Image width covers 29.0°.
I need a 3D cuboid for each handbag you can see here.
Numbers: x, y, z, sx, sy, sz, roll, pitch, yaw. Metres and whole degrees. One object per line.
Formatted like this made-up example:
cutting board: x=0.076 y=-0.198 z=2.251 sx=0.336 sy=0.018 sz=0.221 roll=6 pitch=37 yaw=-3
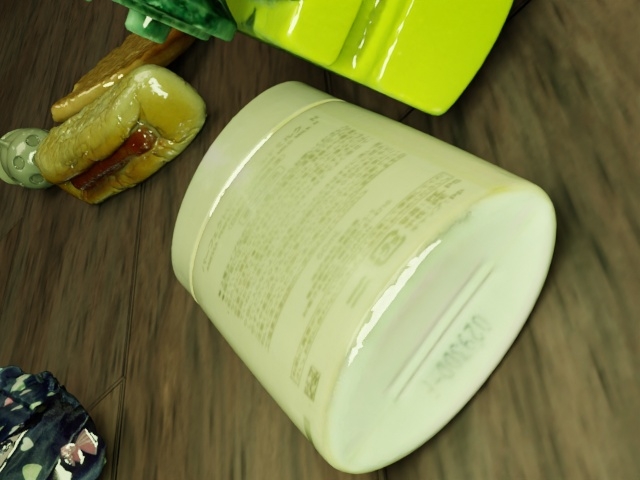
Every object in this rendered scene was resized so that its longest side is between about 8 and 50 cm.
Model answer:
handbag: x=-0.260 y=0.212 z=0.904 sx=0.162 sy=0.113 sz=0.260 roll=12 pitch=67 yaw=55

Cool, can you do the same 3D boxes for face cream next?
face cream: x=0.000 y=0.000 z=0.753 sx=0.173 sy=0.081 sz=0.348 roll=-54 pitch=26 yaw=0

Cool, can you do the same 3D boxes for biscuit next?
biscuit: x=-0.187 y=-0.197 z=1.314 sx=0.144 sy=0.033 sz=0.224 roll=-19 pitch=25 yaw=29

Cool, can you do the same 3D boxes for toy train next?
toy train: x=-0.041 y=-0.208 z=0.860 sx=0.179 sy=0.272 sz=0.442 roll=-66 pitch=26 yaw=7

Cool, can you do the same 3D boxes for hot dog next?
hot dog: x=-0.202 y=-0.090 z=1.205 sx=0.242 sy=0.084 sz=0.073 roll=-22 pitch=44 yaw=48

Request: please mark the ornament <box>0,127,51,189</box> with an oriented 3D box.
ornament: x=-0.346 y=-0.098 z=1.462 sx=0.075 sy=0.081 sz=0.156 roll=-62 pitch=22 yaw=-5
